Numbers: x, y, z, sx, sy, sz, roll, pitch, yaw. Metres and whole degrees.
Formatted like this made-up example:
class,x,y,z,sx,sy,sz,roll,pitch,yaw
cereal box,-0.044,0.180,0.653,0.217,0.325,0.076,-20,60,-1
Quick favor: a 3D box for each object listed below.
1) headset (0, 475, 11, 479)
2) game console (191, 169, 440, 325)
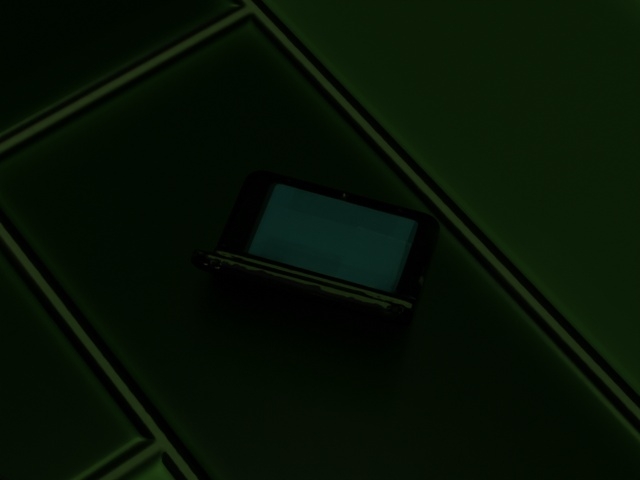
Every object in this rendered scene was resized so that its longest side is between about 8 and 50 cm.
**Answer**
class,x,y,z,sx,sy,sz,roll,pitch,yaw
headset,-0.260,0.143,0.714,0.394,0.243,0.185,10,69,25
game console,0.000,0.000,0.893,0.122,0.107,0.071,15,87,8
